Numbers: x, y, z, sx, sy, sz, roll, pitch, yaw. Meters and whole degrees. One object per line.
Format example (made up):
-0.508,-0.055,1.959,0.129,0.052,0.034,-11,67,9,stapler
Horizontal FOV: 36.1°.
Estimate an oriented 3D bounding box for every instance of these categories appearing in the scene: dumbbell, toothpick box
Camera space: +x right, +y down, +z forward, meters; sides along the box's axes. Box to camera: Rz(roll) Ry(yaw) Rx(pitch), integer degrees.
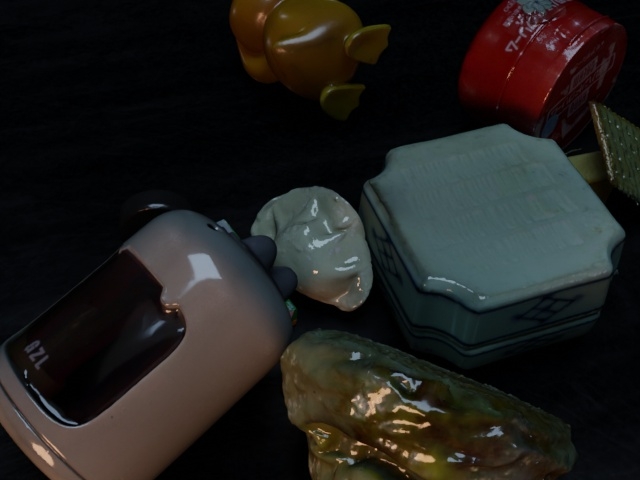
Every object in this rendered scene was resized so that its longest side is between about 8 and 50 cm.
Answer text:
-0.202,0.036,1.212,0.100,0.100,0.191,-3,50,-6,dumbbell
-0.163,0.111,1.029,0.316,0.229,0.229,-41,60,-7,toothpick box

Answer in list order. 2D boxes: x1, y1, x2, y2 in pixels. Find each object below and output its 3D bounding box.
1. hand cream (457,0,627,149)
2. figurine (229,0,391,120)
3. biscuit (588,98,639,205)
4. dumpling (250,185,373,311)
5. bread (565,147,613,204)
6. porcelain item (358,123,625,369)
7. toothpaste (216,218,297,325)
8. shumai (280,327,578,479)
0.317,-0.243,1.413,0.230,0.230,0.149,-34,56,-29,hand cream
-0.026,-0.307,1.474,0.215,0.215,0.228,-10,37,-13,figurine
0.435,-0.108,1.362,0.203,0.016,0.144,20,55,-45,biscuit
0.002,0.001,1.233,0.100,0.134,0.169,10,24,-40,dumpling
0.358,-0.099,1.382,0.109,0.080,0.084,18,47,9,bread
0.207,0.005,1.230,0.286,0.157,0.281,-16,50,-16,porcelain item
-0.095,0.047,1.252,0.043,0.037,0.178,-26,56,-23,toothpaste
0.084,0.254,1.016,0.309,0.304,0.263,20,85,26,shumai
